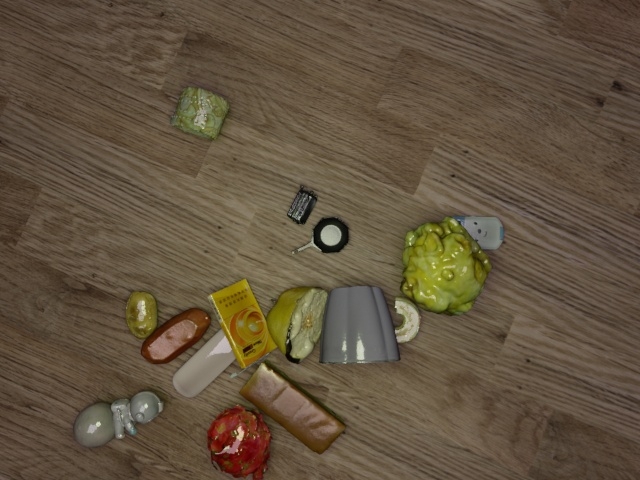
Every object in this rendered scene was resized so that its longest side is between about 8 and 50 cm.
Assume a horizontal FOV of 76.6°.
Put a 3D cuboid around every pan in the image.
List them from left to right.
[{"bbox_3d":[-0.001,-0.016,1.435,0.202,0.048,0.128,-1,87,-1],"label":"pan"}]

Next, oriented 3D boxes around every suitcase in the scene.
[{"bbox_3d":[-0.064,-0.120,1.422,0.059,0.086,0.126,27,88,17],"label":"suitcase"}]

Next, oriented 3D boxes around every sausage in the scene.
[{"bbox_3d":[-0.495,0.327,1.391,0.258,0.133,0.133,-38,88,-3],"label":"sausage"}]

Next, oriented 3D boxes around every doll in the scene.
[{"bbox_3d":[-0.679,0.596,1.382,0.288,0.151,0.150,-20,88,-4],"label":"doll"}]

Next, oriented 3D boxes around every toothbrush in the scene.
[{"bbox_3d":[-0.252,0.443,1.442,0.167,0.011,0.014,-33,83,0],"label":"toothbrush"}]

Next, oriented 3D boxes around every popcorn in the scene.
[{"bbox_3d":[0.390,0.084,1.318,0.313,0.312,0.311,0,88,1],"label":"popcorn"}]

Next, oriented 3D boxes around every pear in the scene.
[{"bbox_3d":[-0.099,0.267,1.375,0.178,0.267,0.266,10,88,33],"label":"pear"}]

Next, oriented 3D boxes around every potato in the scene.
[{"bbox_3d":[-0.627,0.261,1.419,0.107,0.080,0.170,0,87,-11],"label":"potato"}]

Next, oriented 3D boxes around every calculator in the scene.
[{"bbox_3d":[0.541,-0.026,1.436,0.211,0.039,0.120,2,87,1],"label":"calculator"}]

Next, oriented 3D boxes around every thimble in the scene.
[{"bbox_3d":[-0.426,-0.444,1.413,0.191,0.137,0.143,17,90,16],"label":"thimble"}]

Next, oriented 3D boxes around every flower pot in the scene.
[{"bbox_3d":[0.117,0.278,1.328,0.265,0.265,0.242,-4,78,0],"label":"flower pot"}]

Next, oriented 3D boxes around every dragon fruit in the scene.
[{"bbox_3d":[-0.257,0.678,1.349,0.205,0.210,0.268,-35,108,-17],"label":"dragon fruit"}]

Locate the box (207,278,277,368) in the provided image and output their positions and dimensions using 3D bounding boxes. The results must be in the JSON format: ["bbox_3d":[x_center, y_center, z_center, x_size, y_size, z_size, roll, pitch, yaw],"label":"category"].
[{"bbox_3d":[-0.265,0.281,1.392,0.152,0.043,0.269,-23,87,-42],"label":"box"}]

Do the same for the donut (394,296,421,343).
[{"bbox_3d":[0.293,0.284,1.415,0.108,0.065,0.165,13,88,1],"label":"donut"}]

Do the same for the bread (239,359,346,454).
[{"bbox_3d":[-0.095,0.577,1.403,0.361,0.077,0.138,38,88,2],"label":"bread"}]

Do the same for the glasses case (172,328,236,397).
[{"bbox_3d":[-0.385,0.420,1.412,0.297,0.075,0.113,-43,90,0],"label":"glasses case"}]
